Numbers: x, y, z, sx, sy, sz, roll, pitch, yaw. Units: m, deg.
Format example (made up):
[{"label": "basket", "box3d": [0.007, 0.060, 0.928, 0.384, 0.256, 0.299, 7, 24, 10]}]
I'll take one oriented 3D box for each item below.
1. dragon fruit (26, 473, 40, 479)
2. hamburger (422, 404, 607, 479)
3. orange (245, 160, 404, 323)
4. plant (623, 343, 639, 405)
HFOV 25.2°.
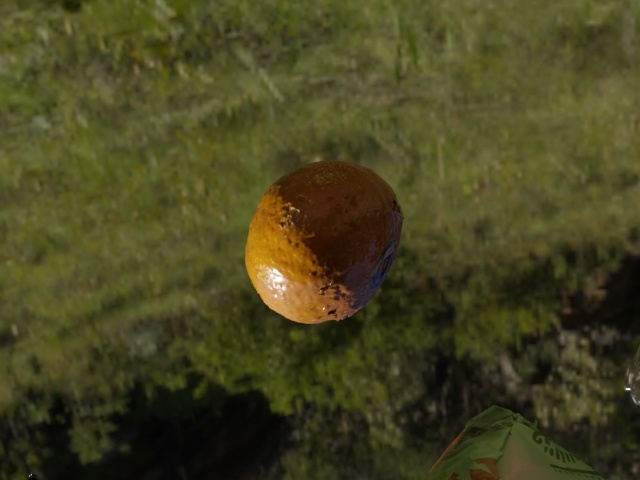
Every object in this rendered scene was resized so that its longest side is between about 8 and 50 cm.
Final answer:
[{"label": "dragon fruit", "box3d": [-0.150, 0.268, 0.934, 0.182, 0.188, 0.182, -12, -147, 8]}, {"label": "hamburger", "box3d": [0.140, 0.228, 0.893, 0.125, 0.235, 0.214, -36, -175, 27]}, {"label": "orange", "box3d": [-0.001, 0.000, 1.135, 0.117, 0.135, 0.135, 16, -139, 13]}, {"label": "plant", "box3d": [0.353, 0.078, 1.206, 0.132, 0.194, 0.129, 29, -164, -14]}]
